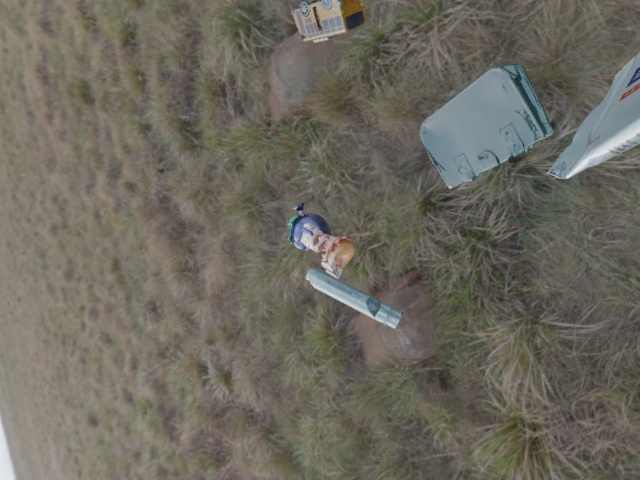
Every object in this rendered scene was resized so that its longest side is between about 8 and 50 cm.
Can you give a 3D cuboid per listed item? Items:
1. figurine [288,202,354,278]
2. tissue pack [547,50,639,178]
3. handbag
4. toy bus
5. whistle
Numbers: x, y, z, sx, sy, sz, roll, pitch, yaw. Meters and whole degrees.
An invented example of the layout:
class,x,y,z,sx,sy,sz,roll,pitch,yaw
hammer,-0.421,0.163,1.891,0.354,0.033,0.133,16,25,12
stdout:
class,x,y,z,sx,sy,sz,roll,pitch,yaw
figurine,0.000,0.000,1.012,0.195,0.102,0.111,35,165,33
tissue pack,0.238,-0.115,0.276,0.026,0.122,0.193,32,167,0
handbag,0.443,-0.308,1.191,0.326,0.089,0.238,-32,81,54
toy bus,0.020,-0.557,1.062,0.182,0.091,0.103,18,136,48
whistle,0.097,0.170,1.291,0.312,0.062,0.062,27,126,5
